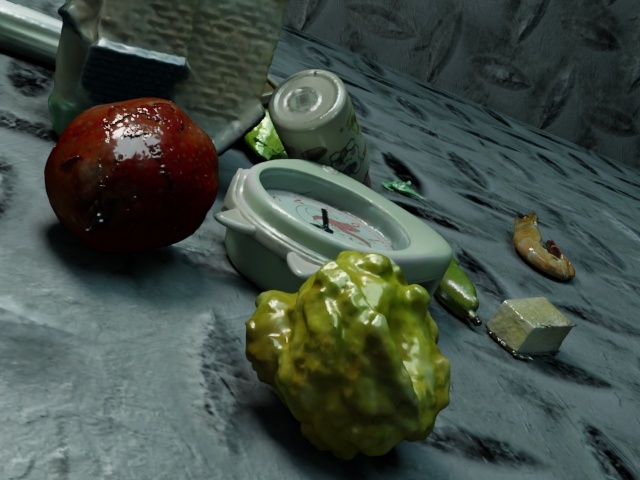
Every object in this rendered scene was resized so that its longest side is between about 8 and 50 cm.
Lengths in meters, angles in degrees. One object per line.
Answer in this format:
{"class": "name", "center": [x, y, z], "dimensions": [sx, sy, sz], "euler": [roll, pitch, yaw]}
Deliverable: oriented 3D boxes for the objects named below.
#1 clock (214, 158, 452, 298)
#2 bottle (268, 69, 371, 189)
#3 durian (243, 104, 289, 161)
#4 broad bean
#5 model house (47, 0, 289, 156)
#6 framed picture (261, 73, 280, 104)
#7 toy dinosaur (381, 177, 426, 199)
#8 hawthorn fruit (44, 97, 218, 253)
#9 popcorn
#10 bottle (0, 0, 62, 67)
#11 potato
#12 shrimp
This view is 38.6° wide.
{"class": "clock", "center": [0.000, 0.000, 1.158], "dimensions": [0.265, 0.108, 0.324], "euler": [35, 22, 22]}
{"class": "bottle", "center": [0.013, -0.132, 1.373], "dimensions": [0.120, 0.120, 0.253], "euler": [40, -14, 36]}
{"class": "durian", "center": [-0.069, -0.204, 1.614], "dimensions": [0.139, 0.101, 0.250], "euler": [33, 27, 19]}
{"class": "broad bean", "center": [0.185, 0.055, 1.331], "dimensions": [0.070, 0.048, 0.213], "euler": [18, 20, -29]}
{"class": "model house", "center": [-0.228, -0.247, 1.295], "dimensions": [0.299, 0.284, 0.243], "euler": [8, 6, -23]}
{"class": "framed picture", "center": [-0.208, -0.287, 1.629], "dimensions": [0.211, 0.020, 0.289], "euler": [-16, 34, -17]}
{"class": "toy dinosaur", "center": [0.157, -0.098, 1.743], "dimensions": [0.083, 0.021, 0.062], "euler": [34, 28, 35]}
{"class": "hawthorn fruit", "center": [-0.205, -0.063, 0.972], "dimensions": [0.181, 0.181, 0.235], "euler": [25, 19, 0]}
{"class": "popcorn", "center": [0.029, 0.109, 0.845], "dimensions": [0.198, 0.156, 0.197], "euler": [37, 33, -29]}
{"class": "bottle", "center": [-0.527, -0.354, 1.488], "dimensions": [0.254, 0.079, 0.096], "euler": [17, -17, -24]}
{"class": "potato", "center": [0.294, 0.121, 1.277], "dimensions": [0.122, 0.061, 0.086], "euler": [3, 32, -47]}
{"class": "shrimp", "center": [0.426, 0.009, 1.745], "dimensions": [0.133, 0.053, 0.236], "euler": [21, 23, -7]}
